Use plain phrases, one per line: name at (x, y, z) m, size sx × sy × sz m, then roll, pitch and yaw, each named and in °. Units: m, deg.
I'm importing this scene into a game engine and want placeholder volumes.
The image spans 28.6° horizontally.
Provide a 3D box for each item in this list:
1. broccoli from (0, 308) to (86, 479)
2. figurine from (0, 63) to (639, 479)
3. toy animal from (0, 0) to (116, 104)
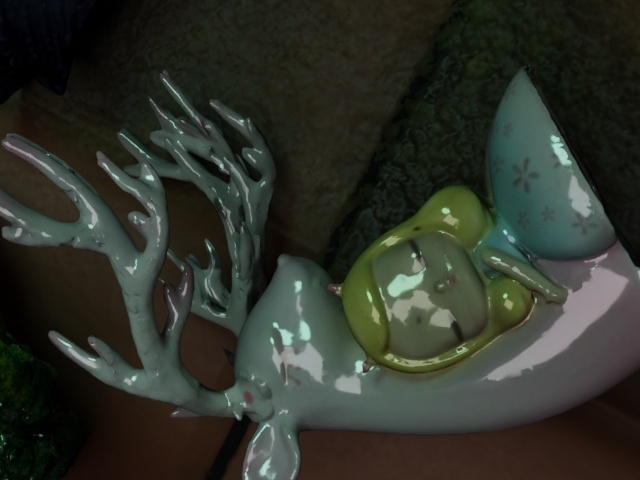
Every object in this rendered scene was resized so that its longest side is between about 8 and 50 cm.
broccoli at (-0.285, 0.068, 0.810) m, size 0.269 × 0.254 × 0.269 m, roll 2°, pitch 65°, yaw -5°
figurine at (0.003, 0.002, 0.746) m, size 0.315 × 0.206 × 0.284 m, roll -29°, pitch 95°, yaw 9°
toy animal at (-0.182, -0.228, 0.783) m, size 0.185 × 0.122 × 0.298 m, roll 5°, pitch 99°, yaw 13°
